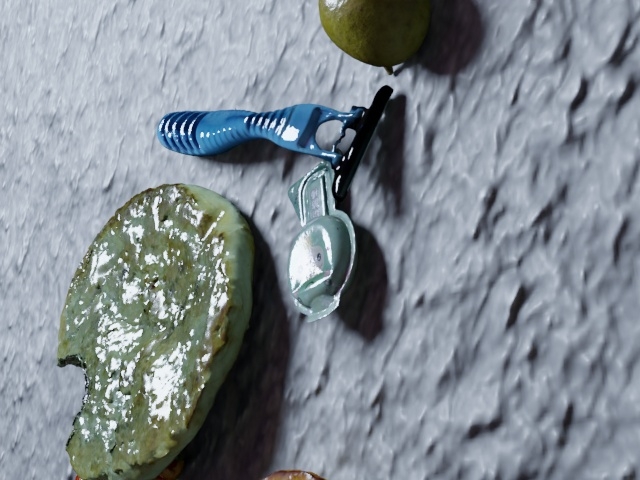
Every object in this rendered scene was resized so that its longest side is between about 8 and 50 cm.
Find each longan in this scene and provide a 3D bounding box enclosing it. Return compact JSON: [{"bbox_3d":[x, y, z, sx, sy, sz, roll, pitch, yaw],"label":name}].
[{"bbox_3d":[0.035,-0.139,0.690,0.075,0.075,0.083,51,162,44],"label":"longan"}]

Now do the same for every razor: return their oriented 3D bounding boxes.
[{"bbox_3d":[-0.049,-0.079,0.792,0.253,0.042,0.082,9,71,55],"label":"razor"}]

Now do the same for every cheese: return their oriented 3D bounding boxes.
[{"bbox_3d":[0.000,0.000,0.729,0.067,0.026,0.121,-36,44,37],"label":"cheese"}]

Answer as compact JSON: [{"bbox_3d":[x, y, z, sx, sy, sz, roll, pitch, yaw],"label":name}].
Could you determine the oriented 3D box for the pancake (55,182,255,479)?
[{"bbox_3d":[-0.133,0.067,0.850,0.253,0.037,0.253,-26,53,40],"label":"pancake"}]

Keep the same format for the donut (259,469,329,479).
[{"bbox_3d":[-0.006,0.209,0.660,0.152,0.058,0.152,-30,52,49],"label":"donut"}]

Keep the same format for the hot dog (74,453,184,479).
[{"bbox_3d":[-0.154,0.179,0.877,0.144,0.038,0.062,-27,61,45],"label":"hot dog"}]
